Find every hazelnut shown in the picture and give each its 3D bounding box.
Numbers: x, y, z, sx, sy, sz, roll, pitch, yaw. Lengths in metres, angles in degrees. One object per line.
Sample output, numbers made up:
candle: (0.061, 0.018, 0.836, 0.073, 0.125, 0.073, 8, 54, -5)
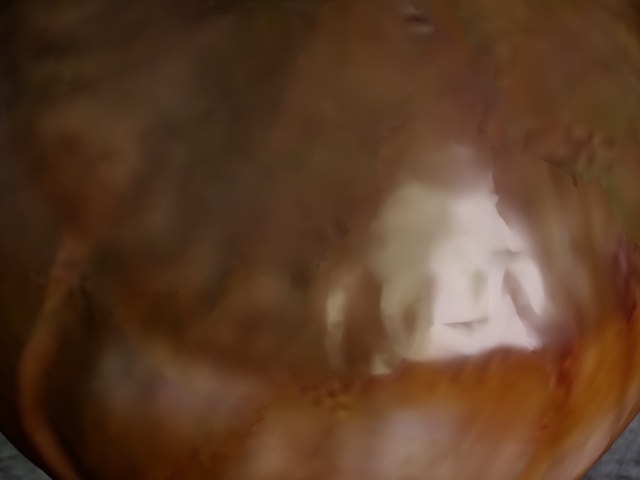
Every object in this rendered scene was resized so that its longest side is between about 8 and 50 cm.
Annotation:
hazelnut: (0.000, 0.000, 0.781, 0.372, 0.315, 0.372, -1, 136, -1)
